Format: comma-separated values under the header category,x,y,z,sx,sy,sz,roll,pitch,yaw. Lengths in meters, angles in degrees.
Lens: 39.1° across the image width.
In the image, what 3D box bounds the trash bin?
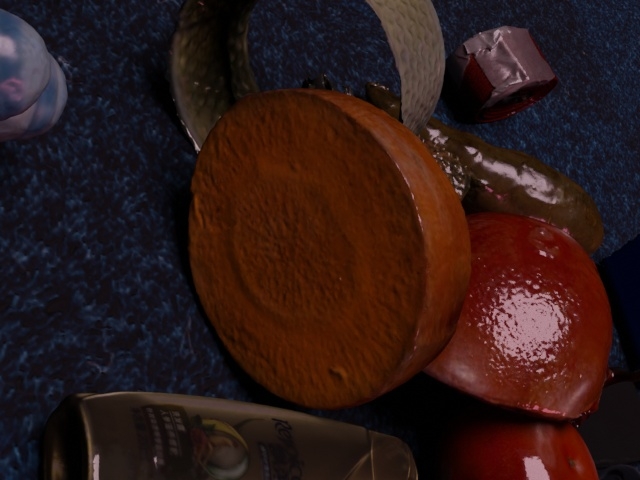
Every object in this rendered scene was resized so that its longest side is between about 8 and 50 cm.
category,x,y,z,sx,sy,sz,roll,pitch,yaw
trash bin,0.536,0.105,1.377,0.184,0.162,0.235,15,47,-38

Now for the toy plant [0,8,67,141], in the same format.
category,x,y,z,sx,sy,sz,roll,pitch,yaw
toy plant,-0.325,-0.121,0.634,0.332,0.247,0.247,-1,63,-48

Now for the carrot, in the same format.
category,x,y,z,sx,sy,sz,roll,pitch,yaw
carrot,0.000,0.000,0.848,0.307,0.258,0.100,64,22,9

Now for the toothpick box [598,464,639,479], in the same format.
category,x,y,z,sx,sy,sz,roll,pitch,yaw
toothpick box,0.397,0.355,1.090,0.153,0.101,0.101,40,41,-16

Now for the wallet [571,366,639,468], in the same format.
category,x,y,z,sx,sy,sz,roll,pitch,yaw
wallet,0.354,0.232,1.196,0.285,0.030,0.146,7,54,-41

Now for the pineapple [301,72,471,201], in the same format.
category,x,y,z,sx,sy,sz,roll,pitch,yaw
pineapple,0.071,-0.112,1.121,0.251,0.125,0.125,37,41,-4

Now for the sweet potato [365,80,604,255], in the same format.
category,x,y,z,sx,sy,sz,roll,pitch,yaw
sweet potato,0.233,-0.082,1.242,0.422,0.130,0.131,28,45,-16

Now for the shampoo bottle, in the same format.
category,x,y,z,sx,sy,sz,roll,pitch,yaw
shampoo bottle,-0.058,0.201,0.767,0.350,0.084,0.126,16,50,-38

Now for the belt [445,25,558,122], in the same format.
category,x,y,z,sx,sy,sz,roll,pitch,yaw
belt,0.277,-0.266,1.408,0.200,0.128,0.124,-15,72,-53

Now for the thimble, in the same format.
category,x,y,z,sx,sy,sz,roll,pitch,yaw
thimble,-0.010,-0.176,0.951,0.271,0.270,0.150,51,36,-2

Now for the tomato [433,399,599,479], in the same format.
category,x,y,z,sx,sy,sz,roll,pitch,yaw
tomato,0.213,0.253,0.954,0.195,0.136,0.195,26,45,-30

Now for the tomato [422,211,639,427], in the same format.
category,x,y,z,sx,sy,sz,roll,pitch,yaw
tomato,0.197,0.054,0.979,0.308,0.170,0.309,21,13,-5
